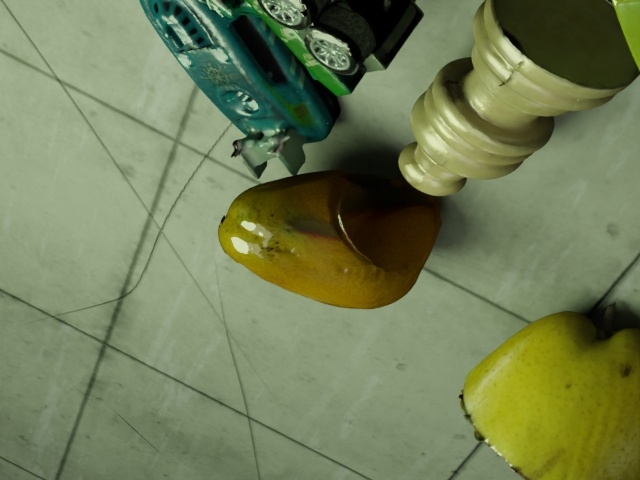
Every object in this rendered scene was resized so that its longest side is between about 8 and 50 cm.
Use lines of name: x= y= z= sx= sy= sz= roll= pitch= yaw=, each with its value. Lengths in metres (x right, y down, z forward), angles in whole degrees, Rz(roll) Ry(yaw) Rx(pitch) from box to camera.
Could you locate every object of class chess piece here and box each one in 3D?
chess piece: x=0.167 y=-0.123 z=1.578 sx=0.139 sy=0.124 sz=0.307 roll=-3 pitch=157 yaw=-23

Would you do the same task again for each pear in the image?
pear: x=0.303 y=0.168 z=1.802 sx=0.267 sy=0.267 sz=0.178 roll=29 pitch=120 yaw=-3

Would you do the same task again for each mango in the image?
mango: x=0.000 y=0.000 z=1.768 sx=0.236 sy=0.136 sz=0.166 roll=15 pitch=167 yaw=-36

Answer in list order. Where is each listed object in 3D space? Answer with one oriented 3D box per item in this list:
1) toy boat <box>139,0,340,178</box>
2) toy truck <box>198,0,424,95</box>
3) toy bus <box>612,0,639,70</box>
toy boat: x=-0.104 y=-0.193 z=1.672 sx=0.134 sy=0.092 sz=0.299 roll=-5 pitch=134 yaw=41
toy truck: x=-0.046 y=-0.278 z=1.463 sx=0.178 sy=0.176 sz=0.363 roll=-1 pitch=139 yaw=51
toy bus: x=0.375 y=-0.202 z=1.300 sx=0.262 sy=0.150 sz=0.128 roll=-1 pitch=138 yaw=33
